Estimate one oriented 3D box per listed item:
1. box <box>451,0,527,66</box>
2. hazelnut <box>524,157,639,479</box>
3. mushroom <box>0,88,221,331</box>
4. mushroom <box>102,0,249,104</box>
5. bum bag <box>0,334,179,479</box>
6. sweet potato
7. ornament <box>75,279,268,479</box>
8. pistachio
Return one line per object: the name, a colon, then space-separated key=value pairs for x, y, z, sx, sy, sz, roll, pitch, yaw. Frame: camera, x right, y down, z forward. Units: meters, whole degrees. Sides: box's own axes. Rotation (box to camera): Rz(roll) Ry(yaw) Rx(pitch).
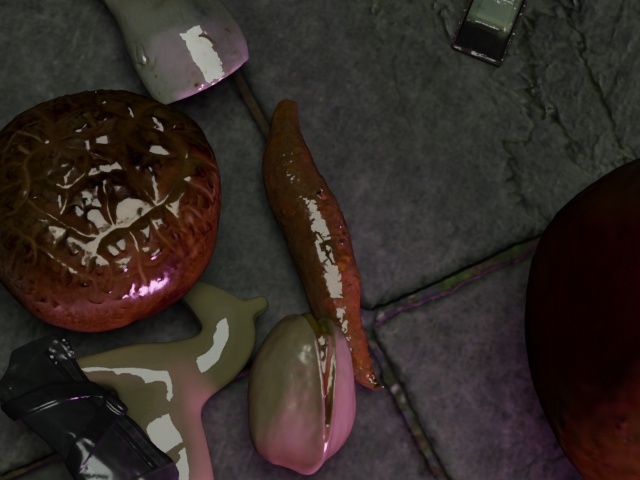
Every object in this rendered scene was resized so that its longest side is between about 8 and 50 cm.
box: x=0.178 y=-0.235 z=1.902 sx=0.060 sy=0.063 sz=0.084 roll=23 pitch=72 yaw=1
hazelnut: x=0.385 y=0.092 z=1.678 sx=0.421 sy=0.352 sz=0.421 roll=8 pitch=36 yaw=-6
mushroom: x=-0.209 y=-0.037 z=1.749 sx=0.253 sy=0.153 sz=0.253 roll=0 pitch=57 yaw=0
mushroom: x=-0.162 y=-0.233 z=1.851 sx=0.116 sy=0.093 sz=0.225 roll=-29 pitch=74 yaw=-17
bum bag: x=-0.217 y=0.172 z=1.678 sx=0.198 sy=0.049 sz=0.087 roll=44 pitch=54 yaw=16
sweet potato: x=0.000 y=0.000 z=1.802 sx=0.066 sy=0.072 sz=0.314 roll=-13 pitch=70 yaw=-25
ornament: x=-0.156 y=0.152 z=1.740 sx=0.245 sy=0.061 sz=0.230 roll=-9 pitch=71 yaw=-6
pistachio: x=-0.017 y=0.141 z=1.729 sx=0.113 sy=0.113 sz=0.149 roll=3 pitch=101 yaw=-5
